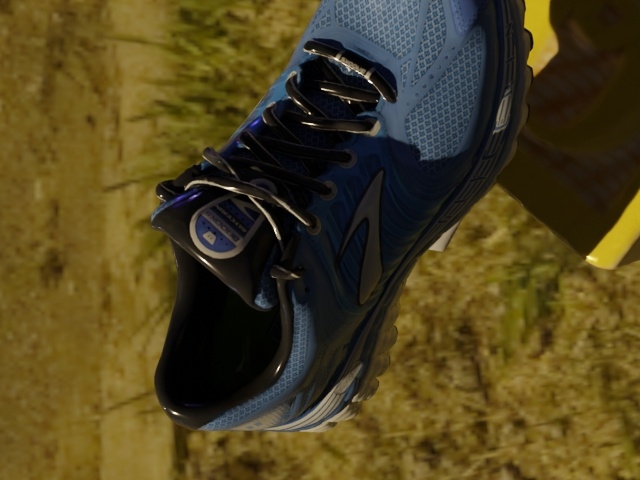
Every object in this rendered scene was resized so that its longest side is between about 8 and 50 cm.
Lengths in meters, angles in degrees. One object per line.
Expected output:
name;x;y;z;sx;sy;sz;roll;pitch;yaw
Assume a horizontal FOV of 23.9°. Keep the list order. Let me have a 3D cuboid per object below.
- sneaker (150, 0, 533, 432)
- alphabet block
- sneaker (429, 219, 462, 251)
sneaker;0.001;-0.025;0.801;0.130;0.147;0.330;33;115;29
alphabet block;0.202;-0.118;0.979;0.193;0.197;0.192;41;117;21
sneaker;0.087;-0.162;1.421;0.182;0.127;0.315;15;98;4
